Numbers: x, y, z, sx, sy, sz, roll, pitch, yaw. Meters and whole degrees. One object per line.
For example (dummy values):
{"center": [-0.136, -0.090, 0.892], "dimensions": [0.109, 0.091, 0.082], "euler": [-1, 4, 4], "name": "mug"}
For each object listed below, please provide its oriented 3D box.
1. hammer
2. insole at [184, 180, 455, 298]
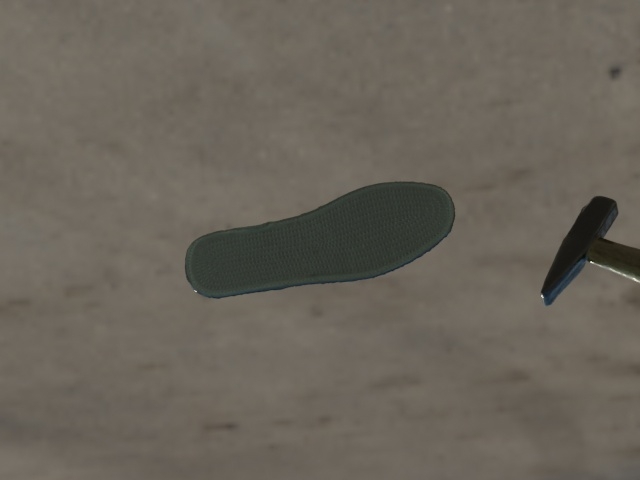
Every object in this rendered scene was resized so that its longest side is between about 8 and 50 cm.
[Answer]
{"center": [0.189, 0.033, 0.809], "dimensions": [0.199, 0.062, 0.013], "euler": [21, 148, 31], "name": "hammer"}
{"center": [0.000, 0.000, 1.044], "dimensions": [0.152, 0.053, 0.002], "euler": [-11, 164, -1], "name": "insole"}
